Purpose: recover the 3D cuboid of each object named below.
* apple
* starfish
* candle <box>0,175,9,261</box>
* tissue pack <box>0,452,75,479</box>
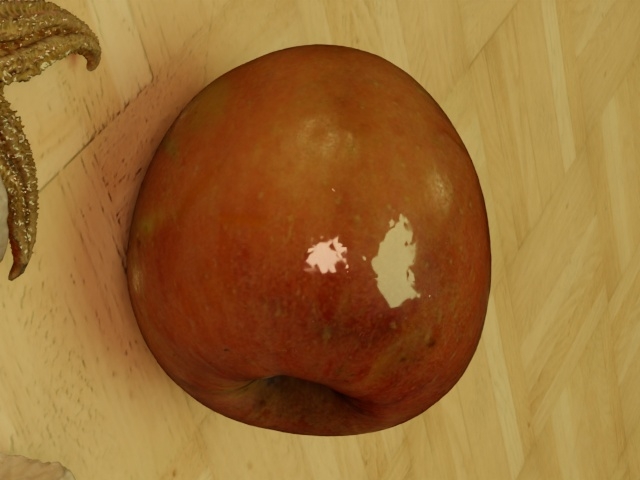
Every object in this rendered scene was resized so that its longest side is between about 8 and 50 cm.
[{"bbox_3d":[0.000,0.000,0.932,0.253,0.253,0.253,-23,117,-57],"label":"apple"},{"bbox_3d":[-0.188,-0.080,0.768,0.240,0.043,0.227,-30,124,-59],"label":"starfish"},{"bbox_3d":[-0.227,-0.007,0.627,0.168,0.192,0.068,46,40,1],"label":"candle"},{"bbox_3d":[-0.170,0.300,0.868,0.170,0.071,0.325,-54,141,-43],"label":"tissue pack"}]
